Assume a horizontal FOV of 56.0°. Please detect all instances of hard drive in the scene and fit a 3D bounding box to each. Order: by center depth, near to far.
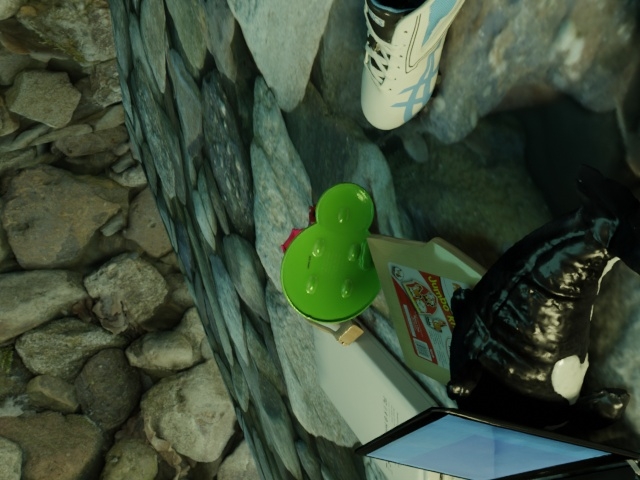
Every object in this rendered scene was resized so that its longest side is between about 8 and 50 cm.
[{"bbox_3d":[0.076,0.227,0.852,0.307,0.040,0.203,44,146,51],"label":"hard drive"}]

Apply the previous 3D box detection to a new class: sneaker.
[{"bbox_3d":[0.063,-0.173,0.481,0.085,0.086,0.237,62,159,21],"label":"sneaker"}]

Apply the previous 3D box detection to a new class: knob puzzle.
[{"bbox_3d":[0.138,0.077,0.568,0.213,0.030,0.213,39,147,31],"label":"knob puzzle"}]

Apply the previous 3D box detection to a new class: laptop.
[{"bbox_3d":[0.170,0.254,0.492,0.264,0.137,0.234,63,159,19],"label":"laptop"}]

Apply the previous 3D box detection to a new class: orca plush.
[{"bbox_3d":[0.143,0.091,0.431,0.151,0.102,0.287,48,151,16],"label":"orca plush"}]

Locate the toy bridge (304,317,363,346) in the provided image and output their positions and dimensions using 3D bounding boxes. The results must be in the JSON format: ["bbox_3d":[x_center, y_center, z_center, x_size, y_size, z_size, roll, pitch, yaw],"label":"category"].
[{"bbox_3d":[-0.002,0.086,0.876,0.026,0.063,0.188,37,-167,-39],"label":"toy bridge"}]

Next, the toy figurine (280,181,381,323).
[{"bbox_3d":[0.000,0.000,0.783,0.159,0.130,0.173,-140,58,-70],"label":"toy figurine"}]
